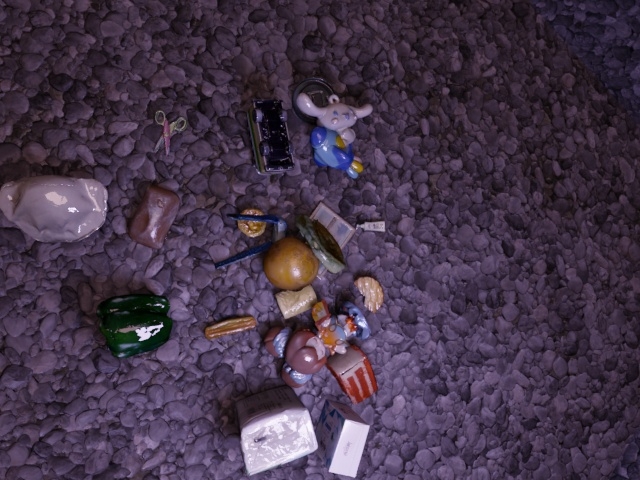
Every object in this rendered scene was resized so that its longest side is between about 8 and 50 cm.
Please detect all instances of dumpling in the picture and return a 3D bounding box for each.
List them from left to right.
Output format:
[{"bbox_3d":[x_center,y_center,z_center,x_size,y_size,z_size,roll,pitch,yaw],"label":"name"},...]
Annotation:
[{"bbox_3d":[-1.004,-0.118,1.638,0.341,0.181,0.259,-6,96,-36],"label":"dumpling"}]

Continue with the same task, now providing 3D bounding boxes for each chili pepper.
[{"bbox_3d":[-0.700,0.316,1.648,0.257,0.248,0.233,-9,75,-24],"label":"chili pepper"}]

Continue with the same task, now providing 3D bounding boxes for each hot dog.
[{"bbox_3d":[-0.377,0.363,1.818,0.216,0.047,0.066,-13,74,-15],"label":"hot dog"}]

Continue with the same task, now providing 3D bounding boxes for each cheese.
[{"bbox_3d":[-0.104,0.257,1.870,0.167,0.094,0.123,-20,92,-15],"label":"cheese"}]

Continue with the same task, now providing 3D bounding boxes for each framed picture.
[{"bbox_3d":[0.000,0.000,1.958,0.213,0.016,0.289,38,78,-8],"label":"framed picture"}]

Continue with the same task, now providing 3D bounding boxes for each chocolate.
[{"bbox_3d":[-0.679,-0.098,1.761,0.161,0.083,0.261,20,81,-10],"label":"chocolate"}]

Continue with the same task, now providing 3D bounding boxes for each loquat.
[{"bbox_3d":[-0.119,0.099,1.801,0.235,0.235,0.234,1,85,-14],"label":"loquat"}]

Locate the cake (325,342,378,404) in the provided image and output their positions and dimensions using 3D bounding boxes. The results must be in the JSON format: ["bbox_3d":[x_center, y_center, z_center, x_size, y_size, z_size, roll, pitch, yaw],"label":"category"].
[{"bbox_3d":[0.134,0.589,1.928,0.158,0.160,0.262,-31,128,-15],"label":"cake"}]

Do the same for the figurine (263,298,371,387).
[{"bbox_3d":[-0.016,0.420,1.826,0.388,0.248,0.276,-30,90,-24],"label":"figurine"}]

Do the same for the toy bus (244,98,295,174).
[{"bbox_3d":[-0.225,-0.428,1.853,0.143,0.179,0.305,-11,88,-30],"label":"toy bus"}]

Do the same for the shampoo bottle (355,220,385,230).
[{"bbox_3d":[0.232,-0.068,2.015,0.141,0.034,0.048,1,92,-14],"label":"shampoo bottle"}]

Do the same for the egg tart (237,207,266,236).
[{"bbox_3d":[-0.299,-0.076,1.871,0.131,0.052,0.130,1,85,-16],"label":"egg tart"}]

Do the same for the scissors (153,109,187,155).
[{"bbox_3d":[-0.649,-0.450,1.829,0.134,0.020,0.187,16,80,-17],"label":"scissors"}]

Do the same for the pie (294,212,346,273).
[{"bbox_3d":[0.007,0.012,1.819,0.067,0.302,0.302,-38,96,14],"label":"pie"}]

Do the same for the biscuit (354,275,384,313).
[{"bbox_3d":[0.226,0.238,1.974,0.118,0.061,0.183,-29,95,-16],"label":"biscuit"}]

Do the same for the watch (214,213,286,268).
[{"bbox_3d":[-0.288,0.009,1.820,0.275,0.068,0.276,-2,129,-34],"label":"watch"}]

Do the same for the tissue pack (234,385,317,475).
[{"bbox_3d":[-0.186,0.717,1.675,0.266,0.356,0.193,-13,89,-14],"label":"tissue pack"}]

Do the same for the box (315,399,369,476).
[{"bbox_3d":[0.076,0.802,1.778,0.116,0.274,0.203,20,82,-13],"label":"box"}]

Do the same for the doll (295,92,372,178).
[{"bbox_3d":[0.074,-0.459,1.912,0.376,0.187,0.365,-3,96,-14],"label":"doll"}]

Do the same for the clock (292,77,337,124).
[{"bbox_3d":[-0.026,-0.639,1.992,0.215,0.042,0.214,1,85,-14],"label":"clock"}]
